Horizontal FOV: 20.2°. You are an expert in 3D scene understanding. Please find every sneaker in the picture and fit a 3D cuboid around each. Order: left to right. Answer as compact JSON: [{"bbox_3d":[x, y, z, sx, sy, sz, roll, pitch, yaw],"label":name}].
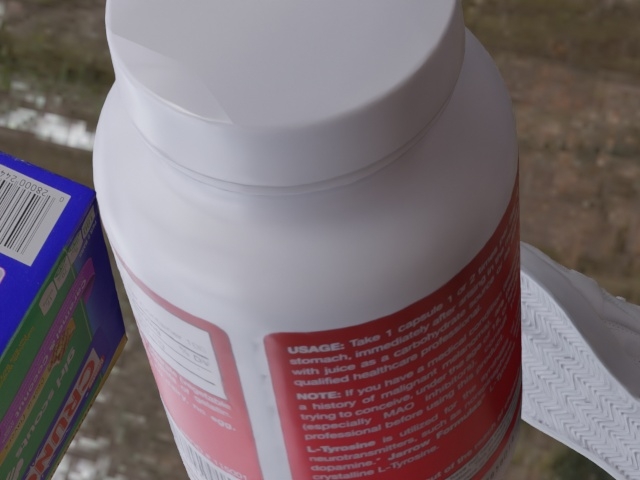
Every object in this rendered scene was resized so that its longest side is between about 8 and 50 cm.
[{"bbox_3d":[0.226,0.078,1.311,0.169,0.292,0.108,-33,-19,-47],"label":"sneaker"}]

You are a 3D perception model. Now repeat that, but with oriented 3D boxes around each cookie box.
[{"bbox_3d":[-0.090,0.038,0.463,0.107,0.040,0.092,96,-160,-68],"label":"cookie box"}]

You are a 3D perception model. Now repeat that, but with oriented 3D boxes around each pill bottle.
[{"bbox_3d":[0.000,0.000,1.020,0.408,0.229,0.229,81,-152,-53],"label":"pill bottle"}]
